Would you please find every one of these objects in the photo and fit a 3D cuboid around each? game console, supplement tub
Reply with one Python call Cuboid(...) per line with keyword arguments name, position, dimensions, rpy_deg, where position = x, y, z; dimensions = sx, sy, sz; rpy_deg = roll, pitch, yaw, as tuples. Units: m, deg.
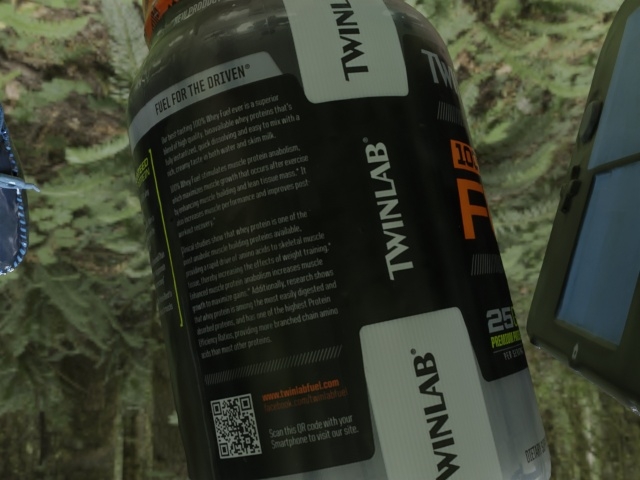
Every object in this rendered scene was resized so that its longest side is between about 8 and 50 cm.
Cuboid(name="game console", position=(0.244, -0.061, 0.549), dimensions=(0.060, 0.342, 0.386), rpy_deg=(20, -178, 5))
Cuboid(name="supplement tub", position=(0.000, 0.000, 0.454), dimensions=(0.207, 0.338, 0.207), rpy_deg=(-12, 172, -2))

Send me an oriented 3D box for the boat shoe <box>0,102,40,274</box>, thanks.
Cuboid(name="boat shoe", position=(-0.238, -0.069, 0.427), dimensions=(0.109, 0.258, 0.089), rpy_deg=(-31, -137, -20))
